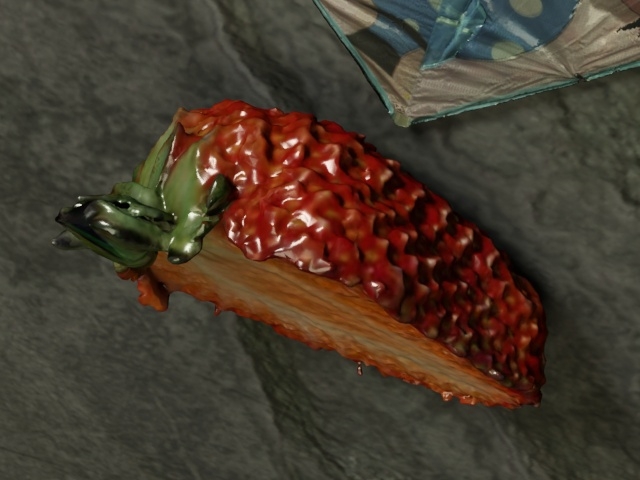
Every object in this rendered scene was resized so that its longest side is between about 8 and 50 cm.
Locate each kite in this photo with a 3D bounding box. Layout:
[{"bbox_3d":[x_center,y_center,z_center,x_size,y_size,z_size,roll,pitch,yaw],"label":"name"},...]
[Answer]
[{"bbox_3d":[0.076,-0.160,0.833,0.335,0.011,0.314,19,139,4],"label":"kite"}]

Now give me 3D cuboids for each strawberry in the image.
[{"bbox_3d":[0.000,0.000,0.979,0.286,0.106,0.188,23,165,-19],"label":"strawberry"}]
